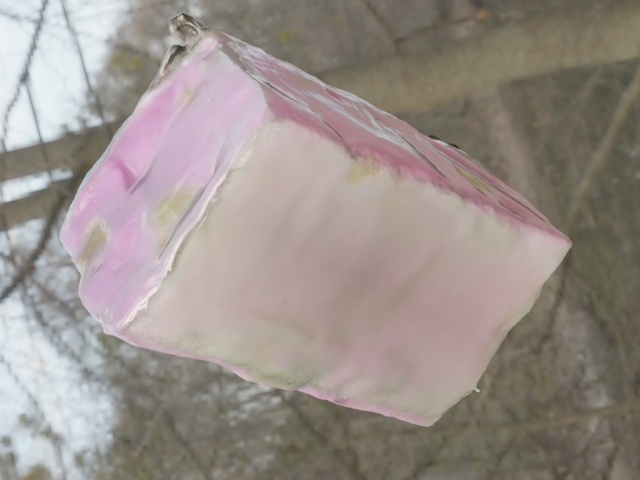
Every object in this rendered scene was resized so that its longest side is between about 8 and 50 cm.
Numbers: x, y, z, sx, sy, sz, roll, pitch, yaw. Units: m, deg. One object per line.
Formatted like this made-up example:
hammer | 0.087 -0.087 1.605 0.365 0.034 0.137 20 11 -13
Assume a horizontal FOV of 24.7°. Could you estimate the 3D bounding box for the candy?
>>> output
candy | 0.000 0.000 0.817 0.265 0.155 0.116 21 -163 -43
